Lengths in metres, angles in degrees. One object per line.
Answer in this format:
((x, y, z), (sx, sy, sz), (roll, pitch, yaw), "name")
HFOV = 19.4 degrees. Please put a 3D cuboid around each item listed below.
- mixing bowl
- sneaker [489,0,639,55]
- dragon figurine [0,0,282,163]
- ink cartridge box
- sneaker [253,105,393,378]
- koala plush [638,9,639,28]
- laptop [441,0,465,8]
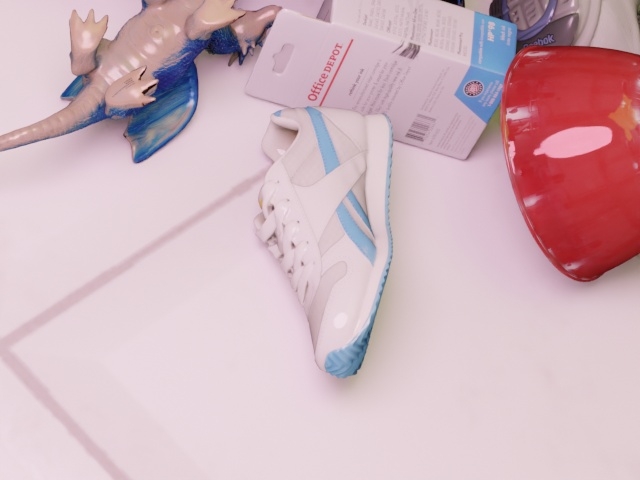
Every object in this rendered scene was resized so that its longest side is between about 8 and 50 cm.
((0.217, -0.068, 1.356), (0.181, 0.098, 0.181), (28, 55, -48), "mixing bowl")
((0.200, -0.236, 1.545), (0.129, 0.111, 0.297), (24, 47, -32), "sneaker")
((-0.130, -0.117, 1.323), (0.085, 0.144, 0.289), (42, 71, 9), "dragon figurine")
((0.044, -0.135, 1.392), (0.180, 0.104, 0.060), (16, 52, -10), "ink cartridge box")
((0.000, 0.000, 1.298), (0.092, 0.087, 0.229), (8, 46, -8), "sneaker")
((0.374, -0.205, 1.495), (0.196, 0.221, 0.203), (-7, 58, -25), "koala plush")
((-0.005, -0.283, 1.429), (0.136, 0.264, 0.234), (-27, 67, -5), "laptop")
